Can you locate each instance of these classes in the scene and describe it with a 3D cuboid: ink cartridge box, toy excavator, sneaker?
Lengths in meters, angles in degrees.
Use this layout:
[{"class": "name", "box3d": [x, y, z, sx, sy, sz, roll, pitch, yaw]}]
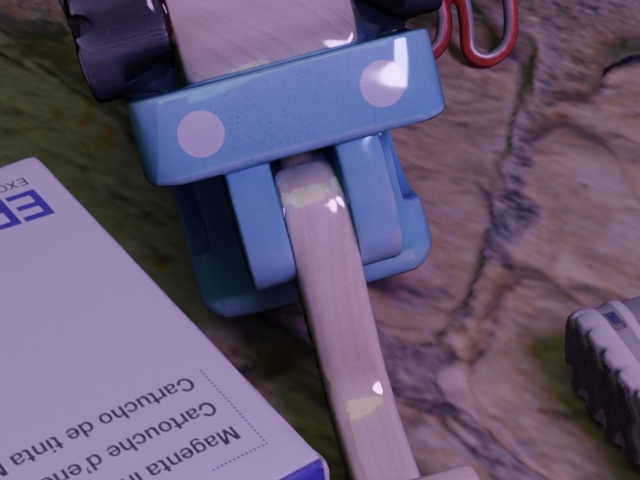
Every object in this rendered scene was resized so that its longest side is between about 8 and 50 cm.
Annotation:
[{"class": "ink cartridge box", "box3d": [-0.170, 0.123, 0.531, 0.324, 0.071, 0.330, -25, 49, -33]}, {"class": "toy excavator", "box3d": [0.000, 0.000, 0.836, 0.222, 0.445, 0.433, -17, 10, -5]}, {"class": "sneaker", "box3d": [0.254, 0.122, 0.762, 0.115, 0.105, 0.281, -23, 52, -11]}]

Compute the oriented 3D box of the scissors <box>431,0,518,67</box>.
[{"class": "scissors", "box3d": [0.077, -0.273, 1.023, 0.109, 0.297, 0.021, -12, 8, 1]}]
